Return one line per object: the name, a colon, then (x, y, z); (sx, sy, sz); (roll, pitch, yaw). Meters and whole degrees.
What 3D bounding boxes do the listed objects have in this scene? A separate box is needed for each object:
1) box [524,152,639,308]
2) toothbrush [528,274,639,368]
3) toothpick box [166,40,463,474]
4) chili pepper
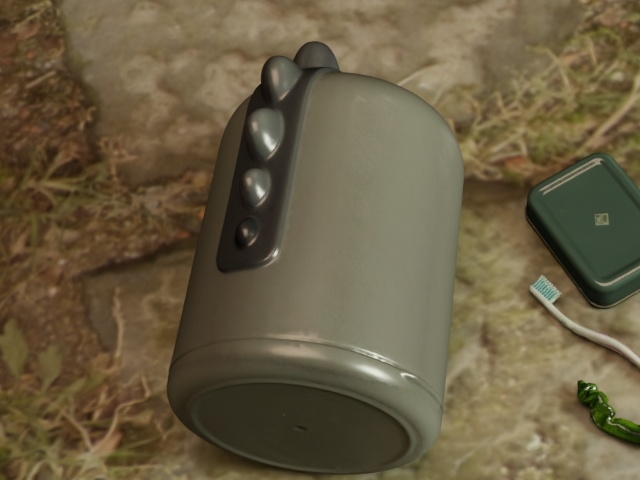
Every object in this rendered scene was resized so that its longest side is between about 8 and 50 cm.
box: (0.233, -0.011, 1.327); (0.091, 0.031, 0.126); (-28, 58, -5)
toothbrush: (0.243, 0.094, 1.276); (0.204, 0.017, 0.022); (41, 95, 28)
toothpick box: (0.000, 0.000, 1.255); (0.229, 0.229, 0.316); (2, 61, 12)
chili pepper: (0.230, 0.138, 1.253); (0.083, 0.022, 0.027); (35, 106, 25)
